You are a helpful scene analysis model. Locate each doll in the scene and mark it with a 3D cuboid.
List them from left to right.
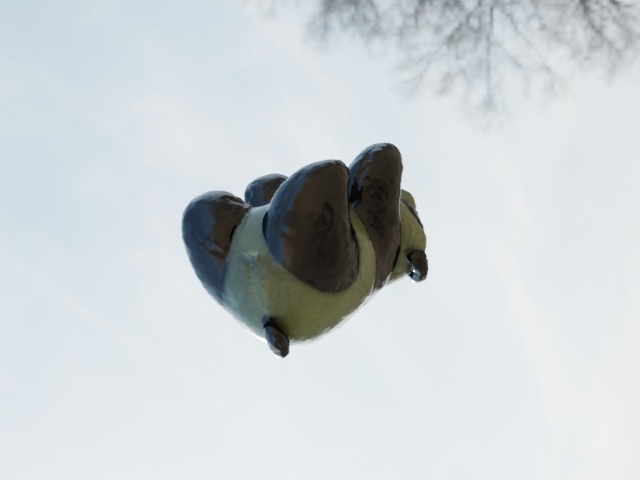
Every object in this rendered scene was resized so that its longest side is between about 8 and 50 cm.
[{"bbox_3d":[-0.002,0.001,1.018,0.234,0.143,0.135,-29,-75,-57],"label":"doll"}]
